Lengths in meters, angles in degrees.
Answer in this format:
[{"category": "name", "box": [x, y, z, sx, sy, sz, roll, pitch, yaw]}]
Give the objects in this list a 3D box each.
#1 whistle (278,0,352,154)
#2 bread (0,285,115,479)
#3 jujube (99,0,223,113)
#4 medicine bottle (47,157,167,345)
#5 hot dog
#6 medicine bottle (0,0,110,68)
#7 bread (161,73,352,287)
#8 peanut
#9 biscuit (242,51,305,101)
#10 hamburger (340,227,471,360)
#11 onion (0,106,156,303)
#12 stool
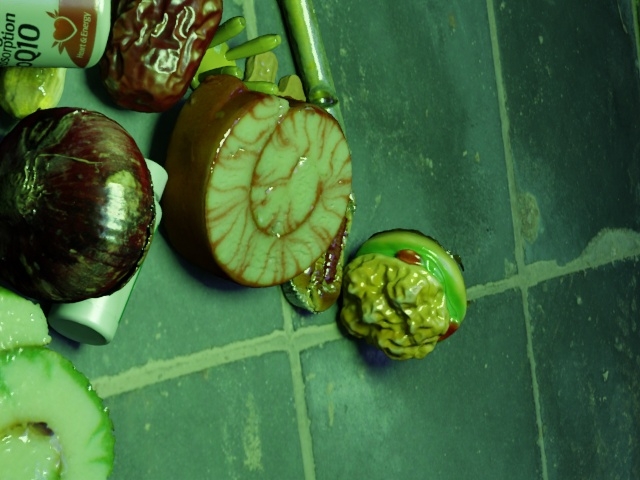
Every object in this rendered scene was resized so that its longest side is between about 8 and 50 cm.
[{"category": "whistle", "box": [-0.011, -0.291, 1.914, 0.057, 0.068, 0.326, -17, 102, -5]}, {"category": "bread", "box": [-0.414, 0.230, 1.296, 0.366, 0.129, 0.381, 18, 71, -46]}, {"category": "jujube", "box": [-0.227, -0.293, 1.576, 0.155, 0.155, 0.230, 33, 62, -44]}, {"category": "medicine bottle", "box": [-0.281, 0.011, 1.513, 0.095, 0.095, 0.260, 44, 54, -39]}, {"category": "hot dog", "box": [0.000, 0.000, 1.881, 0.131, 0.069, 0.252, 38, 56, -41]}, {"category": "medicine bottle", "box": [-0.403, -0.282, 1.305, 0.289, 0.157, 0.157, -3, 88, -25]}, {"category": "bread", "box": [-0.092, -0.080, 1.688, 0.328, 0.114, 0.295, 13, 95, -50]}, {"category": "peanut", "box": [-0.360, -0.248, 1.454, 0.087, 0.087, 0.206, 34, 62, -44]}, {"category": "biscuit", "box": [-0.094, -0.193, 1.821, 0.144, 0.040, 0.236, 36, 56, -37]}, {"category": "hamburger", "box": [0.129, 0.105, 1.916, 0.149, 0.237, 0.237, -49, 122, -43]}, {"category": "onion", "box": [-0.304, -0.042, 1.369, 0.190, 0.246, 0.246, 4, 82, -48]}, {"category": "stool", "box": [-0.133, -0.274, 1.718, 0.134, 0.110, 0.135, -48, 120, -42]}]
